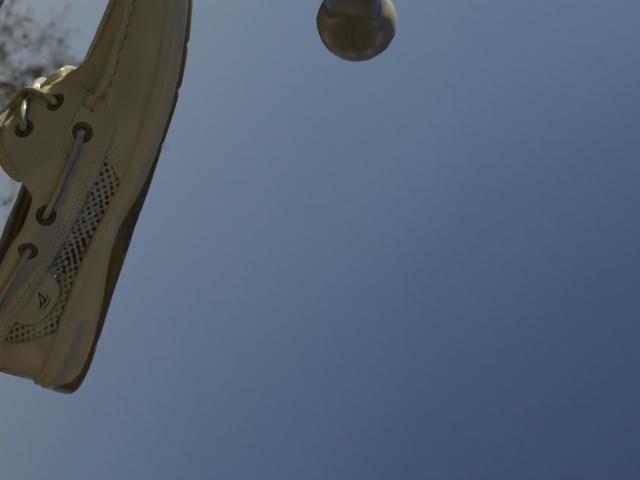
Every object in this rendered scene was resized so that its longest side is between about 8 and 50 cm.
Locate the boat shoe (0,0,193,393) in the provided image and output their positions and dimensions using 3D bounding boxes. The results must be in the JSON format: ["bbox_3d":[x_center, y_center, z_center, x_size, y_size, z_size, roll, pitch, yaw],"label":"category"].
[{"bbox_3d":[-0.146,-0.050,0.775,0.098,0.096,0.277,-140,-113,-73],"label":"boat shoe"}]

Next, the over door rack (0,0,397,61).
[{"bbox_3d":[0.000,0.000,0.347,0.108,0.240,0.324,-68,163,-61],"label":"over door rack"}]
